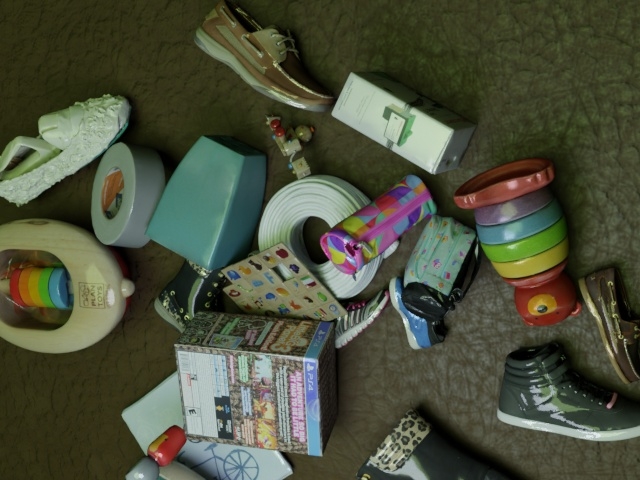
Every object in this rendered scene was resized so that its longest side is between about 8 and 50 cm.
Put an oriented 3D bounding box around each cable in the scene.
[{"bbox_3d":[0.000,0.000,1.829,0.257,0.089,0.257,41,114,13],"label":"cable"}]

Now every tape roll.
[{"bbox_3d":[-0.410,-0.095,1.960,0.219,0.072,0.219,-13,73,51],"label":"tape roll"}]

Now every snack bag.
[{"bbox_3d":[-0.264,0.447,2.068,0.323,0.037,0.342,-39,82,25],"label":"snack bag"}]

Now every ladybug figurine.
[{"bbox_3d":[-0.595,0.096,2.090,0.449,0.162,0.305,5,101,25],"label":"ladybug figurine"}]

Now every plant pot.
[{"bbox_3d":[-0.215,-0.089,1.881,0.165,0.165,0.234,27,105,19],"label":"plant pot"}]

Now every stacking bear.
[{"bbox_3d":[0.366,0.016,1.622,0.175,0.164,0.289,-18,102,17],"label":"stacking bear"}]

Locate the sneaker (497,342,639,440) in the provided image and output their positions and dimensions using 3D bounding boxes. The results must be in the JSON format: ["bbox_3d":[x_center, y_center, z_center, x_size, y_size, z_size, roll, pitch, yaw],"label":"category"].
[{"bbox_3d":[0.455,0.264,1.650,0.295,0.104,0.147,2,105,30],"label":"sneaker"}]

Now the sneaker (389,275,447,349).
[{"bbox_3d":[0.194,0.132,1.777,0.084,0.058,0.152,-17,96,33],"label":"sneaker"}]

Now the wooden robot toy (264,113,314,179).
[{"bbox_3d":[-0.048,-0.205,1.821,0.079,0.076,0.173,-25,52,-5],"label":"wooden robot toy"}]

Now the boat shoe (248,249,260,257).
[{"bbox_3d":[-0.114,0.062,1.925,0.035,0.035,0.100,-45,79,25],"label":"boat shoe"}]

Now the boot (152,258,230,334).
[{"bbox_3d":[-0.231,0.137,1.970,0.236,0.085,0.178,37,110,14],"label":"boot"}]

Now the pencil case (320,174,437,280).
[{"bbox_3d":[0.109,-0.028,1.693,0.104,0.236,0.104,35,146,28],"label":"pencil case"}]

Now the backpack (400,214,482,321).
[{"bbox_3d":[0.218,0.045,1.684,0.115,0.152,0.182,27,74,-4],"label":"backpack"}]

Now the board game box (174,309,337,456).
[{"bbox_3d":[-0.123,0.282,1.851,0.291,0.141,0.232,5,117,13],"label":"board game box"}]

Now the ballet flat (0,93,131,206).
[{"bbox_3d":[-0.594,-0.203,2.033,0.409,0.147,0.147,-31,85,27],"label":"ballet flat"}]

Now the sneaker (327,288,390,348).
[{"bbox_3d":[0.068,0.142,1.837,0.075,0.063,0.170,48,120,4],"label":"sneaker"}]

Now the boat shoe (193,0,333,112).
[{"bbox_3d":[-0.104,-0.362,1.799,0.324,0.123,0.116,35,110,14],"label":"boat shoe"}]

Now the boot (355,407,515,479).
[{"bbox_3d":[0.189,0.539,1.810,0.284,0.138,0.377,39,109,13],"label":"boot"}]

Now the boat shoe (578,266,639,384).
[{"bbox_3d":[0.524,0.148,1.615,0.073,0.073,0.207,-24,89,29],"label":"boat shoe"}]

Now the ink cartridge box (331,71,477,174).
[{"bbox_3d":[0.156,-0.217,1.677,0.219,0.160,0.092,32,111,16],"label":"ink cartridge box"}]

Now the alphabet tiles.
[{"bbox_3d":[-0.087,0.106,1.848,0.237,0.009,0.198,-24,116,44],"label":"alphabet tiles"}]

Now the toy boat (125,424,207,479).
[{"bbox_3d":[-0.318,0.528,1.946,0.267,0.148,0.318,21,140,29],"label":"toy boat"}]
